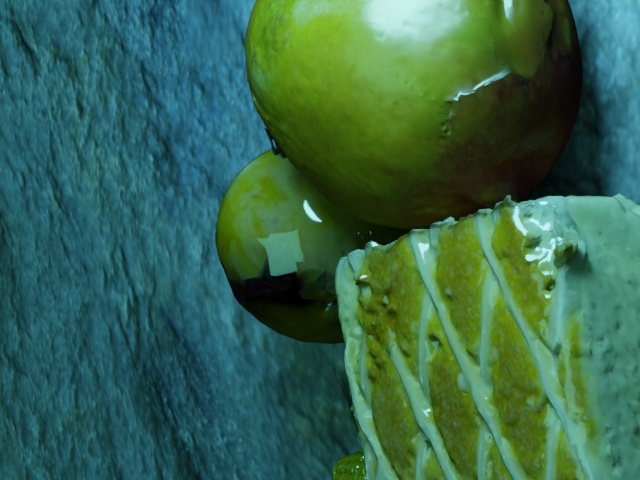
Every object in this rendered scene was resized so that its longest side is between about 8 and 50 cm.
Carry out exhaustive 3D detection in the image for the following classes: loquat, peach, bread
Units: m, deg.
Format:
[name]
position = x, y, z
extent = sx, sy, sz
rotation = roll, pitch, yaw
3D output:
[loquat]
position = 0.000, 0.000, 1.983
extent = 0.235, 0.235, 0.235
rotation = 15, 109, 49
[peach]
position = 0.097, -0.179, 1.766
extent = 0.372, 0.290, 0.373
rotation = -21, 54, 31
[bread]
position = 0.231, 0.155, 1.693
extent = 0.371, 0.279, 0.390
rotation = -20, 83, 53

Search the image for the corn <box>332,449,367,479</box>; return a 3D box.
[corn]
position = 0.115, 0.284, 2.004
extent = 0.313, 0.102, 0.102
rotation = -5, 94, 50
